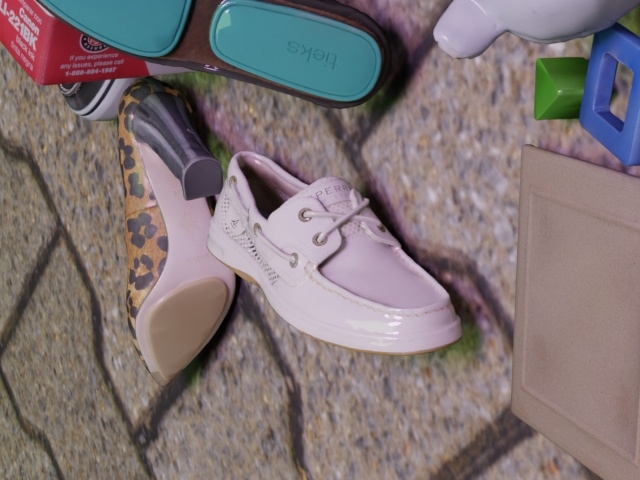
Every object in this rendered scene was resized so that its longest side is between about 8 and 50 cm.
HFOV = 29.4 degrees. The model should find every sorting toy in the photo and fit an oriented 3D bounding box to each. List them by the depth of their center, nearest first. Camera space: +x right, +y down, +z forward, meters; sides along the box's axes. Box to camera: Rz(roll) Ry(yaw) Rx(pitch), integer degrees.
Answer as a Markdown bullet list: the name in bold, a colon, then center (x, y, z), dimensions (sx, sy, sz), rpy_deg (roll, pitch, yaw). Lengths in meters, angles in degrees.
- **sorting toy**: center (0.169, 0.046, 0.719), dimensions (0.196, 0.047, 0.348), rpy_deg (-139, 48, -70)

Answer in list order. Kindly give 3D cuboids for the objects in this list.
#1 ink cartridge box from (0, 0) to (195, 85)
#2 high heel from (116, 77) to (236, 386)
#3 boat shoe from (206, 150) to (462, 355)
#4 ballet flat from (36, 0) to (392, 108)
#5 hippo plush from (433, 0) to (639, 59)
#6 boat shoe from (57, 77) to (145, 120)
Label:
- **ink cartridge box**: center (-0.131, -0.268, 0.932), dimensions (0.114, 0.197, 0.273), rpy_deg (47, 132, 33)
- **high heel**: center (-0.148, -0.012, 1.123), dimensions (0.186, 0.093, 0.261), rpy_deg (53, 139, 47)
- **boat shoe**: center (0.000, 0.000, 0.907), dimensions (0.277, 0.098, 0.096), rpy_deg (28, 121, 47)
- **ballet flat**: center (-0.085, -0.165, 0.865), dimensions (0.096, 0.280, 0.095), rpy_deg (-94, 28, -68)
- **hippo plush**: center (0.132, -0.233, 0.618), dimensions (0.294, 0.234, 0.237), rpy_deg (-99, -15, -66)
- **boat shoe**: center (-0.210, -0.259, 1.098), dimensions (0.121, 0.119, 0.335), rpy_deg (44, 130, 37)
